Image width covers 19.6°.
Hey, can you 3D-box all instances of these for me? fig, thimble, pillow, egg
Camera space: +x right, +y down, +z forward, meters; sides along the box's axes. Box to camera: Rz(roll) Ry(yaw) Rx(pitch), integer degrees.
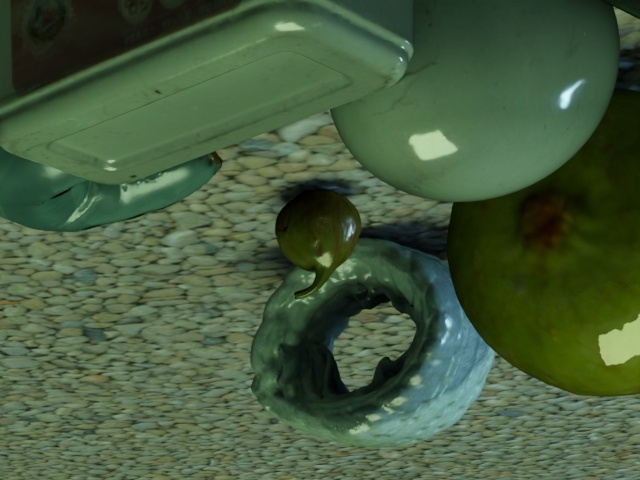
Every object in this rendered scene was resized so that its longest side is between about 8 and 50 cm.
[{"bbox_3d":[0.000,0.000,1.750,0.084,0.098,0.082,-18,157,9],"label":"fig"},{"bbox_3d":[0.053,0.111,1.922,0.250,0.205,0.172,-28,159,19],"label":"thimble"},{"bbox_3d":[-0.185,-0.065,1.560,0.214,0.086,0.233,-7,163,-4],"label":"pillow"},{"bbox_3d":[0.099,-0.117,1.225,0.183,0.183,0.264,-14,-167,30],"label":"egg"},{"bbox_3d":[0.252,0.004,1.570,0.258,0.258,0.326,-11,175,24],"label":"fig"}]

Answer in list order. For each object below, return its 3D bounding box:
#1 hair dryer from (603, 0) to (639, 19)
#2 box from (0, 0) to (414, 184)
[{"bbox_3d":[0.330,-0.219,1.162,0.302,0.116,0.244,-28,153,37],"label":"hair dryer"},{"bbox_3d":[-0.078,-0.159,1.138,0.312,0.182,0.175,-18,156,36],"label":"box"}]
